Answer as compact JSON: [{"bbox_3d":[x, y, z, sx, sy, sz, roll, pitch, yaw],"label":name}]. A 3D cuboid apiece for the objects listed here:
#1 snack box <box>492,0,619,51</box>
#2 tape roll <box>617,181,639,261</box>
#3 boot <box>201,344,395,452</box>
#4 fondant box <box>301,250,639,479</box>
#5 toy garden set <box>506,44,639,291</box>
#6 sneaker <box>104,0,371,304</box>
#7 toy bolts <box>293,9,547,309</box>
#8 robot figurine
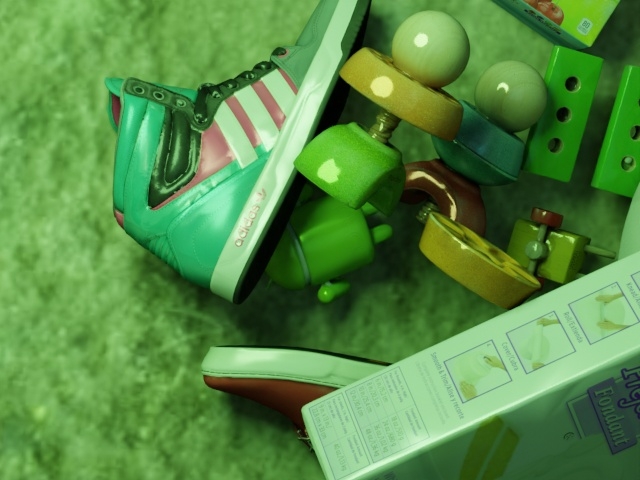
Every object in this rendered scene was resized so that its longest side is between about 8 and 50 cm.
[{"bbox_3d":[0.203,-0.291,1.634,0.174,0.070,0.207,33,84,-8],"label":"snack box"},{"bbox_3d":[0.440,0.030,1.648,0.392,0.072,0.392,-2,99,-13],"label":"tape roll"},{"bbox_3d":[0.009,0.181,1.605,0.244,0.088,0.176,12,90,-13],"label":"boot"},{"bbox_3d":[0.181,0.163,1.494,0.330,0.096,0.238,-26,132,1],"label":"fondant box"},{"bbox_3d":[0.279,-0.040,1.661,0.244,0.049,0.204,14,95,-15],"label":"toy garden set"},{"bbox_3d":[-0.083,-0.108,1.571,0.178,0.124,0.295,23,66,6],"label":"sneaker"},{"bbox_3d":[0.124,-0.068,1.522,0.218,0.228,0.158,36,100,16],"label":"toy bolts"},{"bbox_3d":[0.000,0.000,1.607,0.115,0.067,0.101,-21,92,-8],"label":"robot figurine"}]
